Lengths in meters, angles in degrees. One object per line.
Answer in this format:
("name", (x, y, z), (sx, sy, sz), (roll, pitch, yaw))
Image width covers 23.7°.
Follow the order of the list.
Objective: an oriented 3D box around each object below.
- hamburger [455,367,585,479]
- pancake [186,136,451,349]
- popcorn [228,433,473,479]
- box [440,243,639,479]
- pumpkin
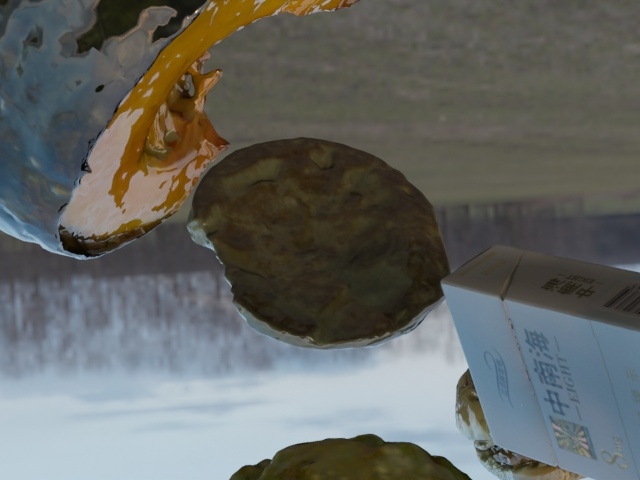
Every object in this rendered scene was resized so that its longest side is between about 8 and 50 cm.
("hamburger", (0.283, 0.189, 1.717), (0.260, 0.144, 0.283), (-12, 177, -17))
("pancake", (0.000, 0.001, 1.286), (0.236, 0.042, 0.222), (38, -129, 27))
("popcorn", (0.022, 0.210, 0.851), (0.221, 0.204, 0.183), (8, -170, -10))
("box", (0.203, 0.096, 1.068), (0.067, 0.155, 0.243), (-32, -156, -29))
("pumpkin", (-0.135, -0.148, 0.917), (0.225, 0.303, 0.256), (40, -166, 14))
